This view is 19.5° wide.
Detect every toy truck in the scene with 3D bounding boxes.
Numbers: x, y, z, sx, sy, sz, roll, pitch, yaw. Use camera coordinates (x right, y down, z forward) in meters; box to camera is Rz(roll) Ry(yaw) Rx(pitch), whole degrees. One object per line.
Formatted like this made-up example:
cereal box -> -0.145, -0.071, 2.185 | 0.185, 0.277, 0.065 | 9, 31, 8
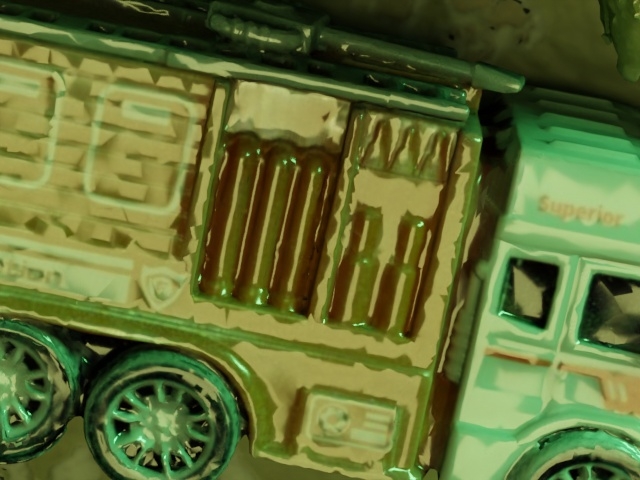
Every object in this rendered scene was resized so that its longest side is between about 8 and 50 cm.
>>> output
toy truck -> 0.000, 0.000, 0.664 | 0.305, 0.136, 0.162 | 11, 109, -3

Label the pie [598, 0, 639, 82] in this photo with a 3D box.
pie -> 0.209, -0.148, 0.566 | 0.302, 0.067, 0.302 | -13, 120, -23
